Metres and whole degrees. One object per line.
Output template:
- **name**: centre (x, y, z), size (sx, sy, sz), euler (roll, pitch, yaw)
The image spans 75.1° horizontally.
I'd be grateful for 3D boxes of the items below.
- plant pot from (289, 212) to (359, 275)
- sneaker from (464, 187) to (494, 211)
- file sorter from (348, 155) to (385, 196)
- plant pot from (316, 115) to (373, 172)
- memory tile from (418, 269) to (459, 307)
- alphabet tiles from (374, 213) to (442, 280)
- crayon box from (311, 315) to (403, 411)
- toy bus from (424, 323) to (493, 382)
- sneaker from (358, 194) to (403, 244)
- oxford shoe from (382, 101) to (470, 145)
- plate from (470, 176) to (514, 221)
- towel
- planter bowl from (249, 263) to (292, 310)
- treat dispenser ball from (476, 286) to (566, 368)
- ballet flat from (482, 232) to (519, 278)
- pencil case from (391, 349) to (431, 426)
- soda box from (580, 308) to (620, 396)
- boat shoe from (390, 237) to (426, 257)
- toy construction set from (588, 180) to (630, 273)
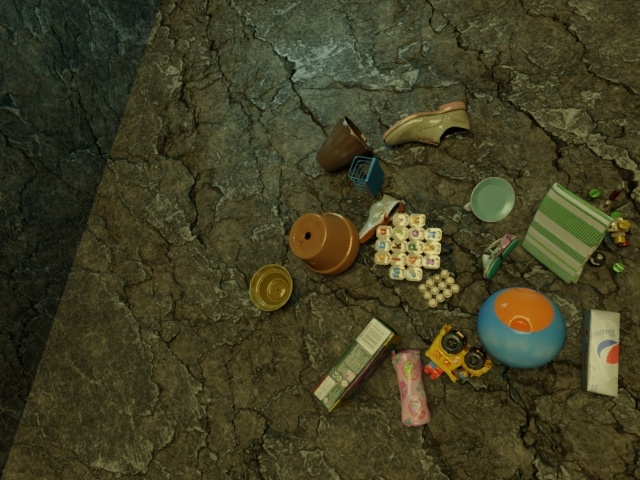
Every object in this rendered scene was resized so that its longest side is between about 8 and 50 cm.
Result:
- **plant pot**: centre (0.000, 0.000, 1.846), size (0.291, 0.203, 0.290), euler (-9, 73, 32)
- **sneaker**: centre (0.679, -0.186, 1.792), size (0.158, 0.061, 0.065), euler (-35, 41, 4)
- **file sorter**: centre (0.213, -0.299, 1.922), size (0.104, 0.170, 0.118), euler (17, 80, 27)
- **plant pot**: centre (0.097, -0.438, 2.004), size (0.230, 0.215, 0.215), euler (-38, 64, 22)
- **memory tile**: centre (0.497, 0.201, 1.750), size (0.148, 0.012, 0.113), euler (-35, 65, 7)
- **alphabet tiles**: centre (0.370, 0.027, 1.769), size (0.278, 0.021, 0.284), euler (3, 86, 24)
- **crayon box**: centre (0.156, 0.475, 1.617), size (0.106, 0.313, 0.363), euler (39, 89, 22)
- **toy bus**: centre (0.511, 0.465, 1.599), size (0.220, 0.149, 0.211), euler (40, 103, 23)
- **sneaker**: centre (0.253, -0.097, 1.897), size (0.262, 0.099, 0.121), euler (-45, 48, 1)
- **oxford shoe**: centre (0.483, -0.501, 1.909), size (0.397, 0.140, 0.146), euler (-18, 75, 16)
- **plate**: centre (0.716, -0.171, 1.743), size (0.188, 0.024, 0.188), euler (0, 100, -2)
- **towel**: centre (0.877, -0.020, 1.505), size (0.038, 0.325, 0.248), euler (-23, 49, -18)
- **planter bowl**: centre (-0.215, 0.226, 1.950), size (0.217, 0.090, 0.217), euler (-6, 72, 18)
- **treat dispenser ball**: centre (0.711, 0.309, 1.488), size (0.288, 0.288, 0.288), euler (-6, 72, 18)
- **ballet flat**: centre (0.712, 0.059, 1.692), size (0.221, 0.077, 0.079), euler (-50, 46, -6)
- **pencil case**: centre (0.351, 0.568, 1.623), size (0.124, 0.124, 0.284), euler (-12, 72, 16)
- **soda box**: centre (0.986, 0.394, 1.469), size (0.091, 0.098, 0.286), euler (7, 75, 21)
- **boat shoe**: centre (0.372, 0.017, 1.820), size (0.228, 0.069, 0.081), euler (26, 84, 24)
- **toy construction set**: centre (1.033, -0.081, 1.524), size (0.257, 0.237, 0.308), euler (23, 82, 24)
